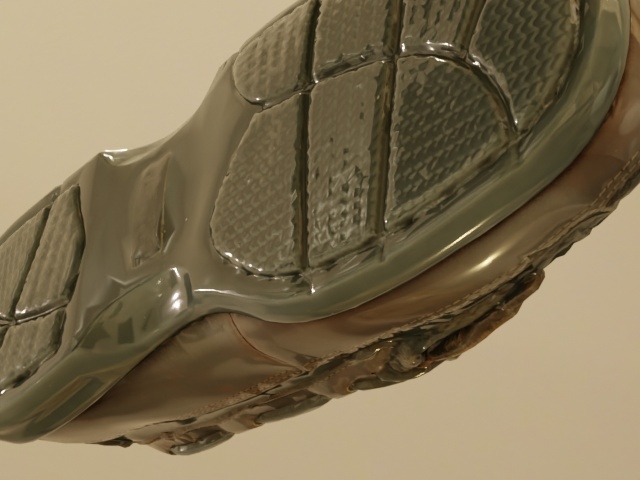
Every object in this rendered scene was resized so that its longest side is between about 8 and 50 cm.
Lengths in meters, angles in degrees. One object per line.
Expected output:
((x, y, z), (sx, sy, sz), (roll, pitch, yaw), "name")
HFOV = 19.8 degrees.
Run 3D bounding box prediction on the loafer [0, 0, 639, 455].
((0.000, 0.000, 0.485), (0.084, 0.267, 0.096), (26, -122, -32), "loafer")
